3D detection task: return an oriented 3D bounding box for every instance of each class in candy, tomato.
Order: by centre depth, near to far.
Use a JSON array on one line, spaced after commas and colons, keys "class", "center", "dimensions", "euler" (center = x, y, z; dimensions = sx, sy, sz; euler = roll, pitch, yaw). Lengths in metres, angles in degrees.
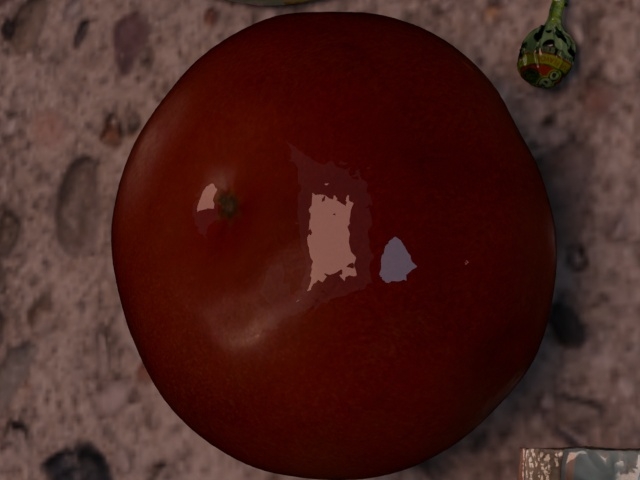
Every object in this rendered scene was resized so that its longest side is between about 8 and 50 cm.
[{"class": "tomato", "center": [0.000, 0.000, 0.726], "dimensions": [0.195, 0.136, 0.195], "euler": [-7, 78, 32]}, {"class": "candy", "center": [0.099, -0.103, 0.756], "dimensions": [0.023, 0.025, 0.083], "euler": [9, 76, 6]}]

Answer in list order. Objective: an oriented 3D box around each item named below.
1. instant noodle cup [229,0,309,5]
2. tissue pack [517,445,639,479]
[{"class": "instant noodle cup", "center": [-0.054, -0.252, 0.770], "dimensions": [0.264, 0.200, 0.264], "euler": [-7, 76, 30]}, {"class": "tissue pack", "center": [0.107, 0.124, 0.673], "dimensions": [0.059, 0.074, 0.094], "euler": [-2, 83, 29]}]
